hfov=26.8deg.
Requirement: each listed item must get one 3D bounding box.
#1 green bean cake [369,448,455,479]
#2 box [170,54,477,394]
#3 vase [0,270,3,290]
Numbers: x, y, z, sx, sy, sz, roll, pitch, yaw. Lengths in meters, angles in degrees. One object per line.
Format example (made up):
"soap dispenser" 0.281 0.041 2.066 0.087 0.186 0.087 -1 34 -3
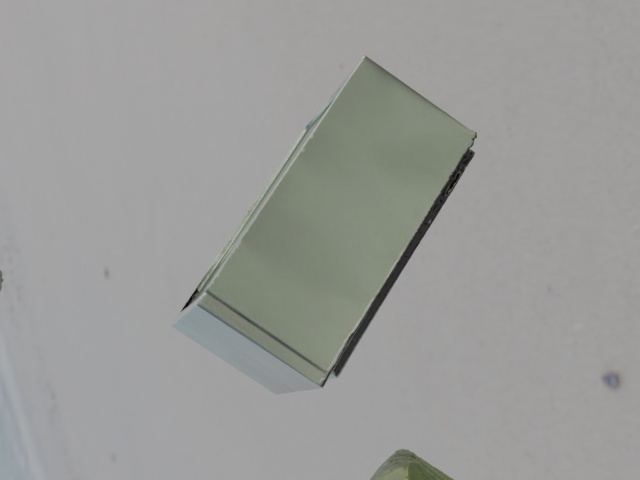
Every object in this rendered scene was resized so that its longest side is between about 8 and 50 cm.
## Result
"green bean cake" 0.057 0.335 1.361 0.248 0.125 0.222 -55 -9 4
"box" 0.000 0.000 1.074 0.225 0.117 0.225 -57 5 -12
"vase" -0.361 0.048 1.075 0.060 0.211 0.060 169 90 -78
